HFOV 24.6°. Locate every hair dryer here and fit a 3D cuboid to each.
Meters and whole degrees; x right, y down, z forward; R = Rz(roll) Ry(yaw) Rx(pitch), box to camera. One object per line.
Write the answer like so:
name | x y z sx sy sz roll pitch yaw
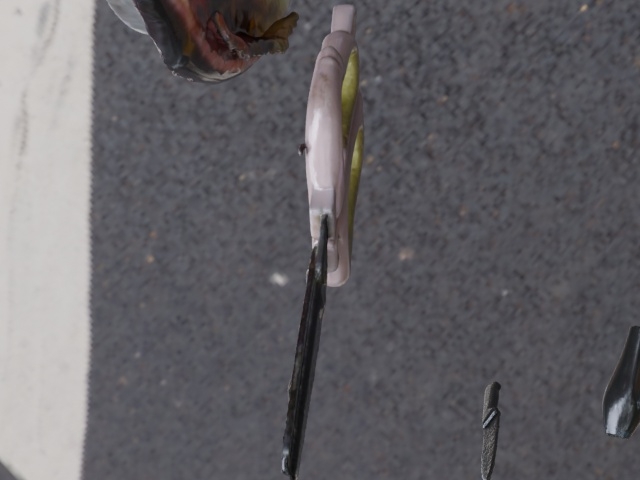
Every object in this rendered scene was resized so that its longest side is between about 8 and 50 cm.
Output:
hair dryer | 0.235 0.108 1.032 0.083 0.079 0.031 26 165 -32

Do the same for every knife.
knife | 0.147 0.164 1.268 0.010 0.170 0.023 35 113 -7

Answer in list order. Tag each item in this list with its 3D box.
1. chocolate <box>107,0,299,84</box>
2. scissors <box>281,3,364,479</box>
chocolate | -0.086 -0.162 0.565 0.147 0.221 0.221 5 126 12
scissors | 0.000 0.000 0.809 0.024 0.317 0.160 2 134 7
